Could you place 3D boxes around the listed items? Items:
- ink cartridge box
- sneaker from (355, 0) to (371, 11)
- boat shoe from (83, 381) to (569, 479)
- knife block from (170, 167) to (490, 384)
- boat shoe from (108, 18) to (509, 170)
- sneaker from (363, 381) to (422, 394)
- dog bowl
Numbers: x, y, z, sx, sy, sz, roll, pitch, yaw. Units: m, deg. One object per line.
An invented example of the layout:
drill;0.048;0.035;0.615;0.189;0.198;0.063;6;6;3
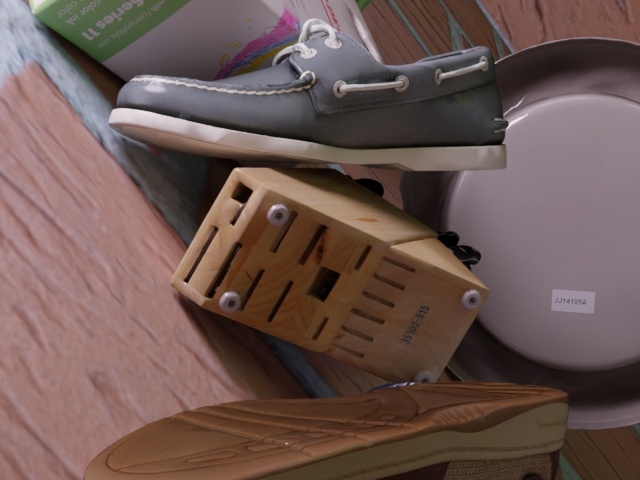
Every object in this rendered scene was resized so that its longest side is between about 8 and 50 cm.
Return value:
ink cartridge box;-0.080;-0.183;1.156;0.353;0.119;0.207;35;27;-50
sneaker;-0.095;-0.406;1.376;0.483;0.202;0.185;53;16;-15
boat shoe;0.020;0.148;0.809;0.342;0.123;0.123;-1;94;-52
knife block;0.000;0.000;1.084;0.275;0.088;0.242;23;12;-31
boat shoe;-0.001;-0.102;1.062;0.319;0.116;0.099;2;93;-34
sneaker;0.130;0.222;1.007;0.319;0.112;0.131;53;-9;0
dog bowl;0.240;-0.007;1.404;0.349;0.348;0.102;58;5;1
